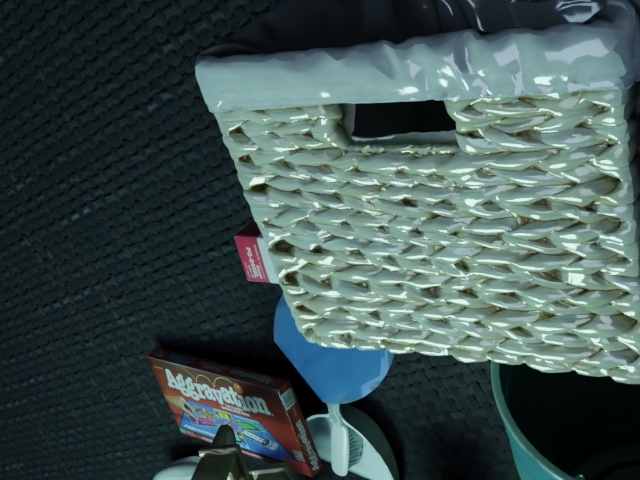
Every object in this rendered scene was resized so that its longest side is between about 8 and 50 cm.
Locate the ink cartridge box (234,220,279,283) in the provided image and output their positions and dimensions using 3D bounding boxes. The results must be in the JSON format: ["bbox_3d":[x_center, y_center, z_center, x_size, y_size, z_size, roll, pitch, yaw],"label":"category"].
[{"bbox_3d":[0.000,0.000,1.073,0.150,0.109,0.063,4,119,35],"label":"ink cartridge box"}]

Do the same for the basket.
[{"bbox_3d":[0.144,-0.092,0.753,0.328,0.331,0.266,3,121,36],"label":"basket"}]

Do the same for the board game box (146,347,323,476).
[{"bbox_3d":[-0.125,0.233,1.348,0.281,0.027,0.145,5,122,44],"label":"board game box"}]

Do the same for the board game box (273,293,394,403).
[{"bbox_3d":[0.021,0.112,1.166,0.169,0.033,0.133,49,112,23],"label":"board game box"}]

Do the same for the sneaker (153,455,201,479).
[{"bbox_3d":[-0.145,0.417,1.428,0.305,0.152,0.114,15,128,31],"label":"sneaker"}]

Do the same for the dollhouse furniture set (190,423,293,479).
[{"bbox_3d":[0.060,0.350,1.211,0.355,0.174,0.303,-10,111,15],"label":"dollhouse furniture set"}]

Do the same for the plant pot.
[{"bbox_3d":[0.300,0.189,0.884,0.271,0.272,0.255,16,142,28],"label":"plant pot"}]

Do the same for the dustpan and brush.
[{"bbox_3d":[0.028,0.241,1.245,0.147,0.060,0.211,17,127,28],"label":"dustpan and brush"}]
